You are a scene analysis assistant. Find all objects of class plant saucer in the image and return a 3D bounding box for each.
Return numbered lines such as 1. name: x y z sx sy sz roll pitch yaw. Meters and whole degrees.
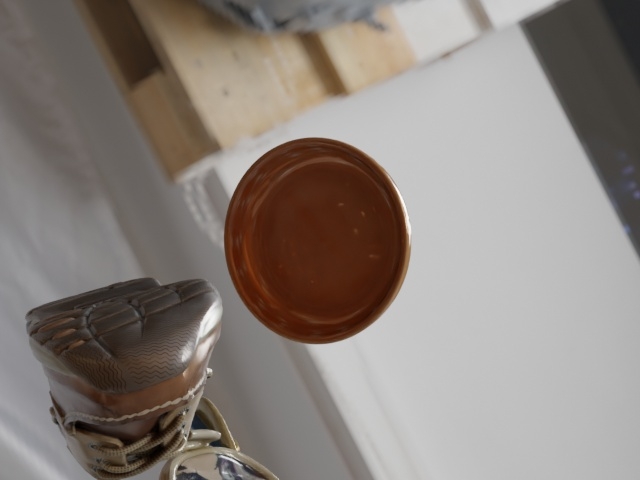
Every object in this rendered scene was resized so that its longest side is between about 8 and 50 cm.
1. plant saucer: 0.000 0.000 1.609 0.200 0.200 0.037 -27 169 26

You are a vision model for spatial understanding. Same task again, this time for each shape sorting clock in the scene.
1. shape sorting clock: -0.110 0.277 1.886 0.040 0.206 0.206 -16 176 -23

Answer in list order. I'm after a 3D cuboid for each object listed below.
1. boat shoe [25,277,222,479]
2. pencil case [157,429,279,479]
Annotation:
1. boat shoe: -0.118 0.092 1.062 0.123 0.116 0.324 -14 -176 -9
2. pencil case: -0.160 0.358 1.504 0.160 0.183 0.410 -18 148 -55
